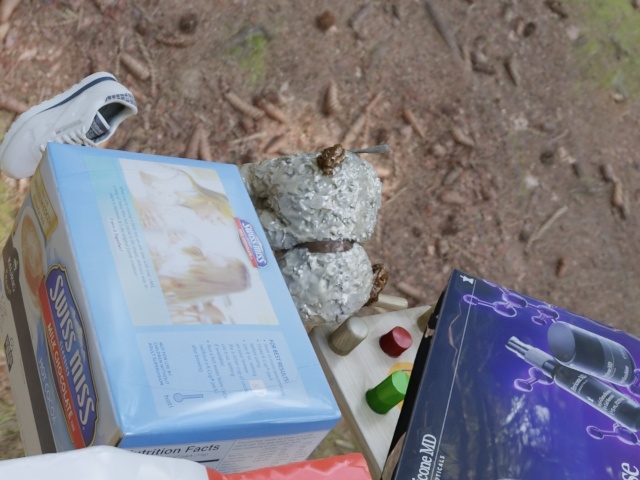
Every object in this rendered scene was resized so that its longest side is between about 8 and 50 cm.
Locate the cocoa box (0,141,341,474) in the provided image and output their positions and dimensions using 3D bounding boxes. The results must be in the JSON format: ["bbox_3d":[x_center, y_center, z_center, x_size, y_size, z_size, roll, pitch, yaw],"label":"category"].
[{"bbox_3d":[-0.175,0.103,0.913,0.231,0.228,0.347,3,47,-35],"label":"cocoa box"}]

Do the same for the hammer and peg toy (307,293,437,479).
[{"bbox_3d":[0.109,0.169,1.261,0.265,0.127,0.361,-5,58,-41],"label":"hammer and peg toy"}]

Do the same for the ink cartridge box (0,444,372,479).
[{"bbox_3d":[-0.040,0.167,0.320,0.232,0.066,0.189,-4,57,-29],"label":"ink cartridge box"}]

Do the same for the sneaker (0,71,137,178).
[{"bbox_3d":[-0.400,-0.171,1.398,0.235,0.090,0.095,-40,58,-7],"label":"sneaker"}]

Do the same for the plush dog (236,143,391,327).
[{"bbox_3d":[0.000,0.000,1.158,0.262,0.210,0.226,-6,89,-24],"label":"plush dog"}]

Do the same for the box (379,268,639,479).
[{"bbox_3d":[0.136,0.145,0.559,0.184,0.103,0.261,18,30,7],"label":"box"}]
